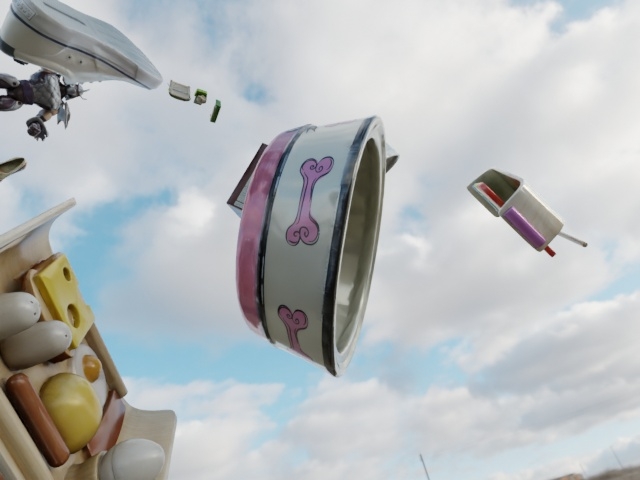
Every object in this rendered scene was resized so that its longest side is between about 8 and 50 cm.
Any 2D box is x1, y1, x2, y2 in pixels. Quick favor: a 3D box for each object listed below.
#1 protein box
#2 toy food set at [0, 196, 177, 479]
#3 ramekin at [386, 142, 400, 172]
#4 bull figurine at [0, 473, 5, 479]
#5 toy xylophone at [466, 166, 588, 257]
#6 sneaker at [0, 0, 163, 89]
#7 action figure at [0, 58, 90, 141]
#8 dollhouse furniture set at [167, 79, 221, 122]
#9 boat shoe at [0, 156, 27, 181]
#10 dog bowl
[{"bbox_3d":[-0.132,-0.129,1.305,0.201,0.136,0.200,-61,-17,-12],"label":"protein box"},{"bbox_3d":[-0.219,0.121,0.445,0.093,0.219,0.305,-17,-72,-6],"label":"toy food set"},{"bbox_3d":[0.107,-0.213,1.277,0.207,0.109,0.207,-35,-9,-6],"label":"ramekin"},{"bbox_3d":[-0.629,0.522,0.915,0.189,0.310,0.101,-19,2,-44],"label":"bull figurine"},{"bbox_3d":[0.429,-0.059,0.979,0.081,0.236,0.323,-46,-2,15],"label":"toy xylophone"},{"bbox_3d":[-0.343,-0.272,0.673,0.091,0.094,0.258,-37,-13,16],"label":"sneaker"},{"bbox_3d":[-0.583,-0.278,0.866,0.285,0.099,0.185,-19,-59,-42],"label":"action figure"},{"bbox_3d":[-0.362,-0.390,1.293,0.152,0.076,0.058,12,-48,-27],"label":"dollhouse furniture set"},{"bbox_3d":[-0.896,-0.195,1.287,0.137,0.049,0.043,-39,13,-33],"label":"boat shoe"},{"bbox_3d":[0.000,0.000,0.742,0.151,0.407,0.407,8,-32,13],"label":"dog bowl"}]
